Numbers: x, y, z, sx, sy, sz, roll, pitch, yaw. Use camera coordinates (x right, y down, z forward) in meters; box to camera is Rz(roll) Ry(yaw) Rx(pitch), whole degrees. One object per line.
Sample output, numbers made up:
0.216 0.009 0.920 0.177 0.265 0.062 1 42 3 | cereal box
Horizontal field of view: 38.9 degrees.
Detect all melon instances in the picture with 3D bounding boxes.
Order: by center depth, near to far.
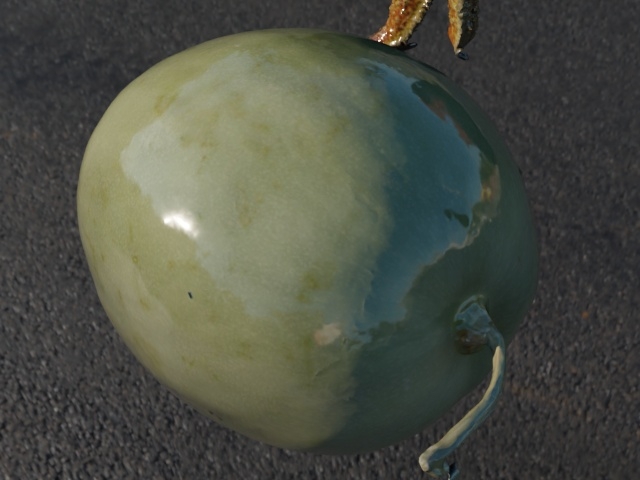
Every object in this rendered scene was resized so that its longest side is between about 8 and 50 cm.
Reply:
-0.012 -0.006 0.558 0.308 0.271 0.271 24 55 17 | melon

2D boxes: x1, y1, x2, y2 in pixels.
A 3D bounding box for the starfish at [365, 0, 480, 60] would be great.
0.053 -0.302 0.792 0.113 0.303 0.312 -18 34 0 | starfish
